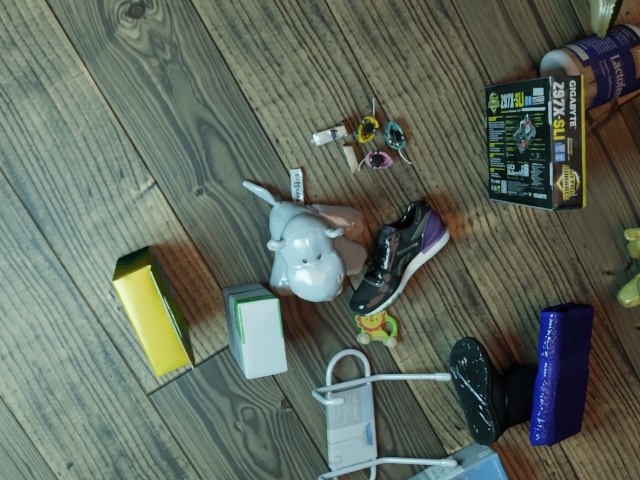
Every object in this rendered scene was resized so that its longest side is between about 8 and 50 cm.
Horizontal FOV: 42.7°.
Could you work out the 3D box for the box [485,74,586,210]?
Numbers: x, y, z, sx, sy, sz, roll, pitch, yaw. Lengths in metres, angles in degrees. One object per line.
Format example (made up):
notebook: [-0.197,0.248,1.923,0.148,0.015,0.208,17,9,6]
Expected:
box: [0.437,-0.201,1.691,0.079,0.322,0.257,-3,97,-11]

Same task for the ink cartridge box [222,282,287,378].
ink cartridge box: [-0.137,0.178,1.672,0.087,0.208,0.153,-9,99,-14]

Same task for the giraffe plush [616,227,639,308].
giraffe plush: [0.769,0.040,1.882,0.181,0.210,0.170,-9,73,-41]

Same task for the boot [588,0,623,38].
boot: [0.511,-0.571,1.734,0.269,0.089,0.236,20,119,25]

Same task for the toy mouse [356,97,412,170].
toy mouse: [0.135,-0.202,1.764,0.143,0.031,0.161,29,74,-20]

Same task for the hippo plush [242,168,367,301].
hippo plush: [0.000,0.000,1.664,0.234,0.236,0.294,-15,99,-10]

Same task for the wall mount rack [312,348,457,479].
wall mount rack: [0.136,0.411,1.800,0.304,0.130,0.350,-8,100,-25]

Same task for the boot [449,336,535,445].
boot: [0.393,0.312,1.828,0.207,0.094,0.246,-17,94,-47]

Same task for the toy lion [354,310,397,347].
toy lion: [0.124,0.185,1.821,0.100,0.034,0.096,9,87,-13]

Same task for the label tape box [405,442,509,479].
label tape box: [0.288,0.645,1.870,0.334,0.106,0.240,-26,101,-7]

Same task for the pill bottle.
pill bottle: [0.633,-0.386,1.799,0.265,0.153,0.153,-23,101,-9]

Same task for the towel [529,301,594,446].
towel: [0.538,0.297,1.857,0.228,0.076,0.308,0,95,-50]

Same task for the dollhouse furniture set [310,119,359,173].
dollhouse furniture set: [0.030,-0.185,1.737,0.081,0.091,0.114,-19,103,6]

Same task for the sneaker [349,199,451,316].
sneaker: [0.145,0.030,1.758,0.283,0.107,0.124,-47,121,-12]

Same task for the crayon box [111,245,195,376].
crayon box: [-0.320,0.131,1.569,0.081,0.318,0.202,-24,100,-9]
